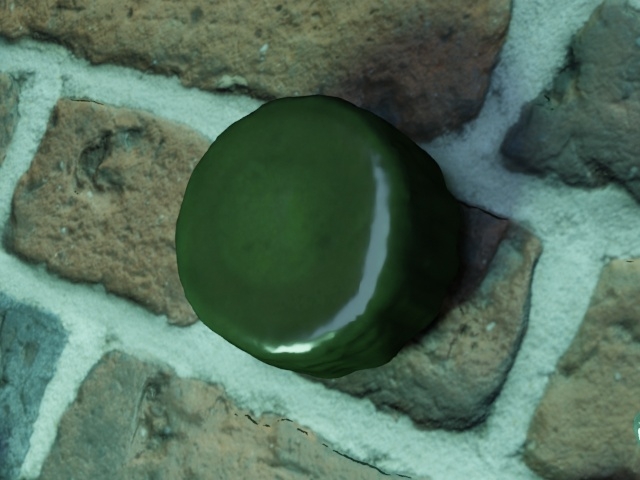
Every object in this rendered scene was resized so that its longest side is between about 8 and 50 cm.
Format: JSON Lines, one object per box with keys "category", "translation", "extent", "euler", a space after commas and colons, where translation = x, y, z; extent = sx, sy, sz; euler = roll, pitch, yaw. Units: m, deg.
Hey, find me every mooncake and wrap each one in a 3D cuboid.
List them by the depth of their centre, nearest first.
{"category": "mooncake", "translation": [0.000, 0.000, 1.781], "extent": [0.356, 0.194, 0.356], "euler": [-6, 77, 28]}

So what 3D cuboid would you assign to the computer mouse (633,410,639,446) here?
{"category": "computer mouse", "translation": [0.450, 0.185, 1.527], "extent": [0.231, 0.079, 0.128], "euler": [-49, 54, 30]}
